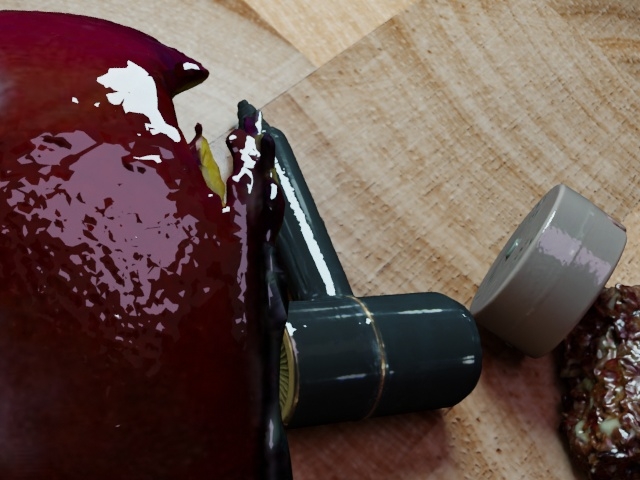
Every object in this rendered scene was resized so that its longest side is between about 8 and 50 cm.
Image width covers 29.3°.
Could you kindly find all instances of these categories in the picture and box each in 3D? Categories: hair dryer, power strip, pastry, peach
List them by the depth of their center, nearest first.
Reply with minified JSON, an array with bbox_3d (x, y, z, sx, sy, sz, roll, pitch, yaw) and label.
[{"bbox_3d":[-0.156,0.060,0.834,0.416,0.339,0.353,42,81,6],"label":"peach"},{"bbox_3d":[0.000,0.000,1.090,0.189,0.107,0.352,-2,53,-27],"label":"hair dryer"},{"bbox_3d":[0.204,0.030,1.118,0.078,0.154,0.154,35,51,-1],"label":"power strip"},{"bbox_3d":[0.281,0.125,1.120,0.115,0.097,0.209,25,49,-18],"label":"pastry"}]
